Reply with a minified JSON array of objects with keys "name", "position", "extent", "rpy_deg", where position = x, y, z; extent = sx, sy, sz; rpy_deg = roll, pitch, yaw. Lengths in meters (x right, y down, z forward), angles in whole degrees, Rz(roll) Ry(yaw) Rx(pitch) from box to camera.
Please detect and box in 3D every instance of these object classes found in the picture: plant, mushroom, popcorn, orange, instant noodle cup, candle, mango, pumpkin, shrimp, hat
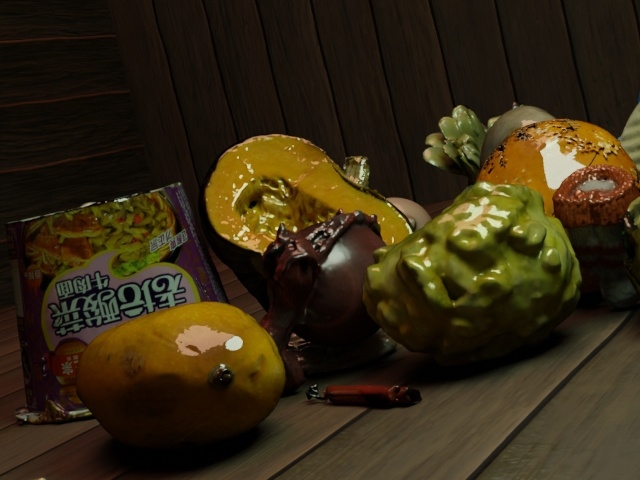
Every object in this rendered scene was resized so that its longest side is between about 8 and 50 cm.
[{"name":"plant","position":[0.327,-0.089,1.940],"extent":[0.261,0.306,0.297],"rpy_deg":[-43,-18,-12]},{"name":"mushroom","position":[0.328,-0.089,1.678],"extent":[0.178,0.226,0.226],"rpy_deg":[-32,8,-11]},{"name":"popcorn","position":[0.169,0.051,1.263],"extent":[0.233,0.192,0.266],"rpy_deg":[-30,-17,-10]},{"name":"orange","position":[0.297,-0.036,1.466],"extent":[0.182,0.235,0.234],"rpy_deg":[12,-14,-43]},{"name":"instant noodle cup","position":[-0.280,0.075,1.601],"extent":[0.339,0.266,0.340],"rpy_deg":[-13,6,1]},{"name":"candle","position":[0.035,0.156,1.193],"extent":[0.026,0.021,0.167],"rpy_deg":[-16,6,-39]},{"name":"mango","position":[-0.156,0.143,1.206],"extent":[0.187,0.144,0.359],"rpy_deg":[-3,-8,-32]},{"name":"pumpkin","position":[0.000,0.000,1.621],"extent":[0.242,0.325,0.232],"rpy_deg":[-47,-22,-12]},{"name":"shrimp","position":[-0.013,0.139,1.434],"extent":[0.223,0.048,0.126],"rpy_deg":[-12,15,4]},{"name":"hat","position":[0.323,0.004,1.324],"extent":[0.093,0.162,0.112],"rpy_deg":[4,31,34]}]

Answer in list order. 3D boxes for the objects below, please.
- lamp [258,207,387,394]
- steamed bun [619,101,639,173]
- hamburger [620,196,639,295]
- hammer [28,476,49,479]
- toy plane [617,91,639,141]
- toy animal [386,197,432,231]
[{"name":"lamp","position":[-0.007,0.064,1.363],"extent":[0.223,0.215,0.151],"rpy_deg":[4,14,-35]},{"name":"steamed bun","position":[0.541,-0.094,1.482],"extent":[0.272,0.274,0.290],"rpy_deg":[12,-20,-18]},{"name":"hamburger","position":[0.443,0.005,1.183],"extent":[0.265,0.134,0.285],"rpy_deg":[-7,12,12]},{"name":"hammer","position":[-0.361,0.259,1.144],"extent":[0.195,0.028,0.060],"rpy_deg":[-11,-2,-6]},{"name":"toy plane","position":[0.498,-0.111,1.715],"extent":[0.254,0.271,0.105],"rpy_deg":[-13,38,4]},{"name":"toy animal","position":[0.110,0.014,1.805],"extent":[0.149,0.165,0.248],"rpy_deg":[14,-13,-13]}]
